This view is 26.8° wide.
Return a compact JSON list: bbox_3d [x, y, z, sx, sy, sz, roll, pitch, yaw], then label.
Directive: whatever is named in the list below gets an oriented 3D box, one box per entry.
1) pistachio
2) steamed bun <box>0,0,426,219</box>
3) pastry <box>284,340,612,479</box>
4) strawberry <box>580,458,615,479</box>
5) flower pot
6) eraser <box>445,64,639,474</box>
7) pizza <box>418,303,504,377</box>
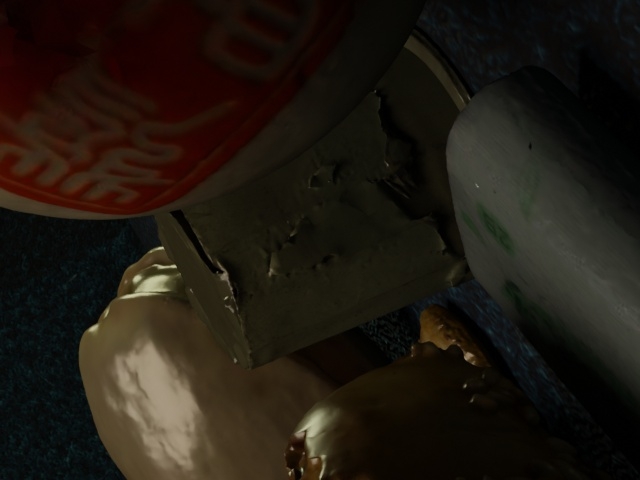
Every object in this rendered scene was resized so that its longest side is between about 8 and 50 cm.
[{"bbox_3d":[-0.056,0.186,1.364,0.365,0.281,0.445,-4,133,42],"label":"pistachio"},{"bbox_3d":[-0.116,-0.168,0.631,0.241,0.374,0.374,-89,-18,-58],"label":"steamed bun"},{"bbox_3d":[0.111,0.189,0.684,0.311,0.162,0.255,53,-168,-34],"label":"pastry"},{"bbox_3d":[0.081,0.298,0.952,0.292,0.310,0.292,48,160,23],"label":"strawberry"},{"bbox_3d":[0.004,-0.021,0.910,0.212,0.203,0.212,55,162,27],"label":"flower pot"},{"bbox_3d":[0.159,0.041,0.663,0.227,0.081,0.174,52,166,36],"label":"eraser"},{"bbox_3d":[0.138,0.174,1.136,0.181,0.034,0.262,55,163,31],"label":"pizza"}]
